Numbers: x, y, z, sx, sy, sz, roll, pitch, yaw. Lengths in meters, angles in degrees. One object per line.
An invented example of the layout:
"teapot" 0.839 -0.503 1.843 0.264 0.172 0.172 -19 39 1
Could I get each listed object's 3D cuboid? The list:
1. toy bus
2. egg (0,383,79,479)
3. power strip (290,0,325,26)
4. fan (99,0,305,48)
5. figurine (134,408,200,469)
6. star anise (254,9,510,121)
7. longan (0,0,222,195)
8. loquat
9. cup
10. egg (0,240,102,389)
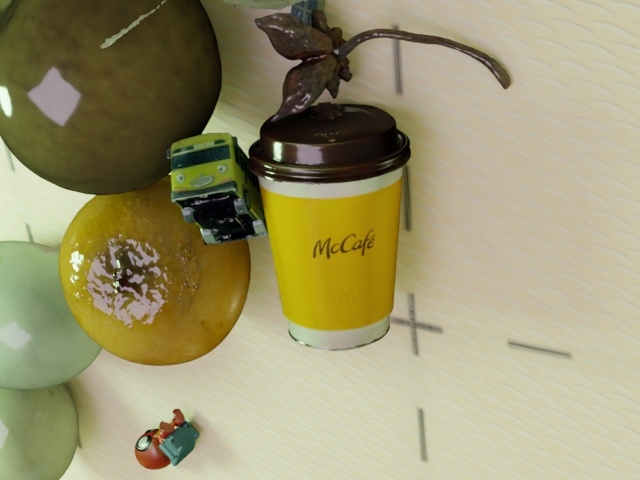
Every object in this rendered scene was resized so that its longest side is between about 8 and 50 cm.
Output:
"toy bus" -0.122 -0.063 1.419 0.088 0.175 0.101 -9 71 10
"egg" -0.507 0.306 1.965 0.186 0.186 0.253 -4 114 36
"power strip" -0.015 -0.282 1.414 0.040 0.016 0.090 25 126 21
"fan" -0.126 -0.307 1.324 0.182 0.310 0.010 54 169 -2
"figurine" -0.251 0.332 1.887 0.075 0.068 0.140 47 138 0
"star anise" 0.063 -0.202 1.327 0.227 0.148 0.218 -8 149 46
"longan" -0.269 -0.217 1.440 0.319 0.319 0.319 16 123 27
"loquat" -0.221 0.041 1.581 0.263 0.263 0.263 16 123 27
"cup" 0.015 -0.018 1.409 0.196 0.196 0.280 10 114 30
"egg" -0.487 0.113 1.818 0.371 0.230 0.230 8 119 38
